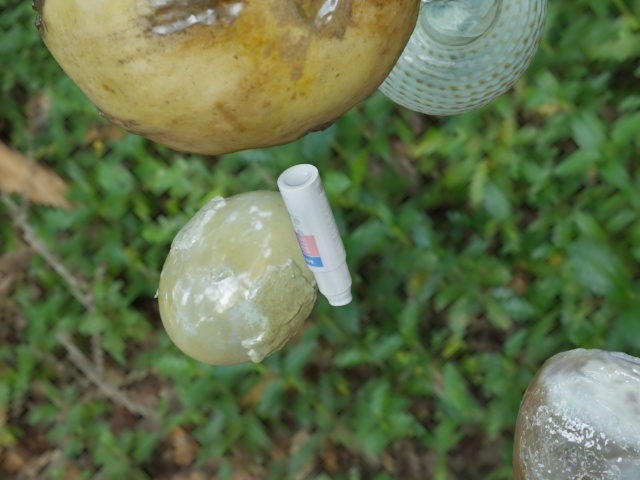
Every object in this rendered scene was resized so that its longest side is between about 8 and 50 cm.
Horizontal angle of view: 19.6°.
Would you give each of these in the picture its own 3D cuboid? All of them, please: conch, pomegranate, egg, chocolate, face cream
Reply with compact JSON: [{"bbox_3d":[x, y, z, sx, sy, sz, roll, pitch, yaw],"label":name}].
[{"bbox_3d":[0.141,-0.306,2.125,0.215,0.303,0.319,-41,3,-34],"label":"conch"},{"bbox_3d":[-0.072,-0.219,1.495,0.322,0.322,0.322,-32,27,19],"label":"pomegranate"},{"bbox_3d":[-0.079,0.039,1.926,0.164,0.164,0.201,3,51,56],"label":"egg"},{"bbox_3d":[0.231,0.176,1.220,0.254,0.157,0.080,20,36,30],"label":"chocolate"},{"bbox_3d":[0.000,0.000,1.469,0.034,0.130,0.034,-13,37,10],"label":"face cream"}]
